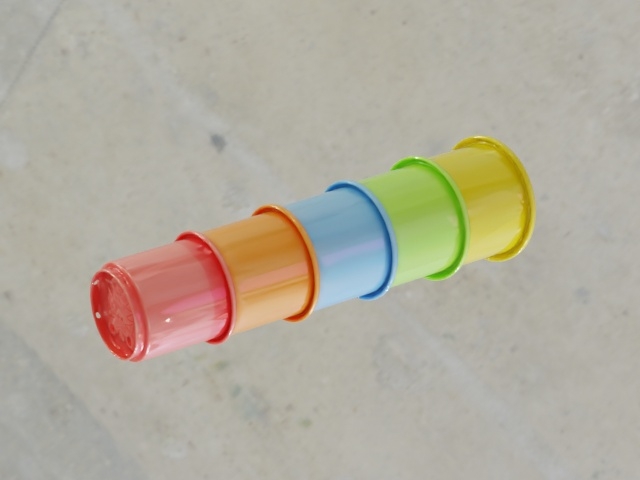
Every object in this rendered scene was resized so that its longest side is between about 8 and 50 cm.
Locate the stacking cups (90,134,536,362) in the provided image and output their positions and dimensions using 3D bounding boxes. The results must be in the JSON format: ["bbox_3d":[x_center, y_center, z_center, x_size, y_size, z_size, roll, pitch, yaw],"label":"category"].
[{"bbox_3d":[0.000,0.000,0.892,0.096,0.316,0.096,23,119,48],"label":"stacking cups"}]
